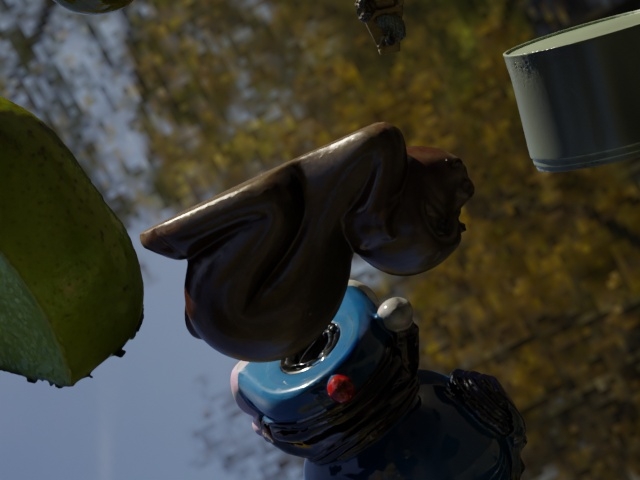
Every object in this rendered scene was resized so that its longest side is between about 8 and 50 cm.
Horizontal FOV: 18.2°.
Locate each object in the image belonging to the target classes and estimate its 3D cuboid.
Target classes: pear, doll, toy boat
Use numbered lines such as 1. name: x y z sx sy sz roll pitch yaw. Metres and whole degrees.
1. pear: -0.295 -0.016 1.772 0.159 0.292 0.292 -45 -67 -37
2. doll: 0.073 0.225 2.189 0.310 0.284 0.240 53 -172 -24
3. toy boat: 0.054 -0.240 1.835 0.049 0.047 0.149 -110 11 -56

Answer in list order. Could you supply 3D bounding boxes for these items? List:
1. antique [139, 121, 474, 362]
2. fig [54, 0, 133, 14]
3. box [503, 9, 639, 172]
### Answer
1. antique: 0.000 0.000 1.591 0.143 0.257 0.121 63 -179 -2
2. fig: -0.259 -0.325 2.074 0.186 0.142 0.148 39 -179 -38
3. box: 0.345 -0.182 2.383 0.226 0.226 0.149 -67 -38 -79
